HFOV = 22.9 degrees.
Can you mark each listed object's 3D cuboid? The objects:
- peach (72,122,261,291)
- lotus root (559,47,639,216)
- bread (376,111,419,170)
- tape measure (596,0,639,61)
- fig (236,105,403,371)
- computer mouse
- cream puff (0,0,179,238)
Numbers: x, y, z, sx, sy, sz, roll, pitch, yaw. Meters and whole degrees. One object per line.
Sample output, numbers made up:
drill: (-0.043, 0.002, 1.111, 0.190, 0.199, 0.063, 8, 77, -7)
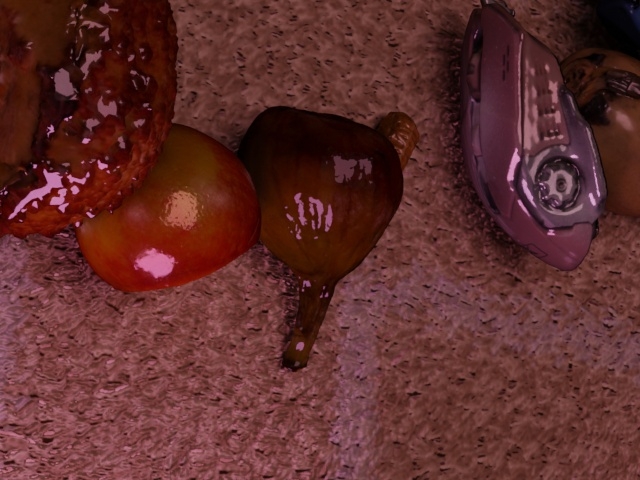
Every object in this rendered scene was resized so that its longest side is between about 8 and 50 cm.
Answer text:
peach: (-0.156, -0.023, 1.645, 0.192, 0.190, 0.190, 40, 64, -37)
lotus root: (0.399, -0.117, 2.027, 0.310, 0.182, 0.183, 39, 64, -34)
bread: (0.071, -0.085, 1.877, 0.052, 0.044, 0.157, 36, 65, -18)
tape measure: (0.407, -0.304, 2.037, 0.098, 0.215, 0.351, -44, 99, 7)
fig: (-0.013, -0.018, 1.782, 0.190, 0.190, 0.290, -14, 131, -34)
computer mouse: (0.229, -0.140, 1.910, 0.114, 0.199, 0.389, -21, 95, -21)
cream puff: (-0.267, -0.169, 1.517, 0.228, 0.350, 0.351, -8, 88, -50)
